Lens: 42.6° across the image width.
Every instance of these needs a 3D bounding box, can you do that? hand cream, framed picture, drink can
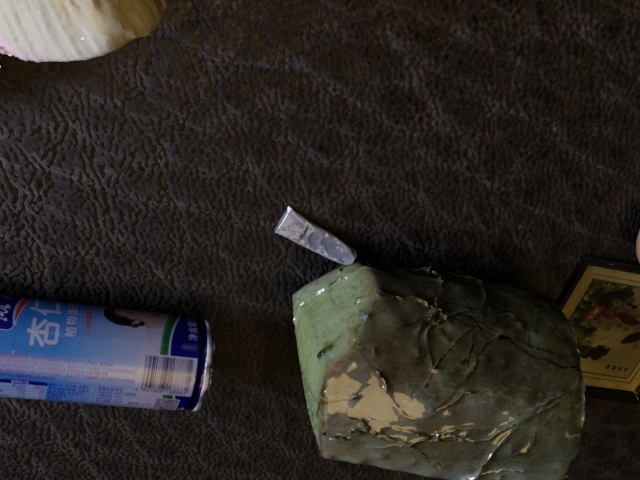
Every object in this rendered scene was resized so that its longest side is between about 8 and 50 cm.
[{"bbox_3d":[0.000,0.000,0.800,0.093,0.019,0.030,27,111,-25],"label":"hand cream"},{"bbox_3d":[0.344,0.111,0.961,0.195,0.010,0.199,10,120,-20],"label":"framed picture"},{"bbox_3d":[-0.223,0.106,0.768,0.235,0.097,0.097,8,121,-18],"label":"drink can"}]

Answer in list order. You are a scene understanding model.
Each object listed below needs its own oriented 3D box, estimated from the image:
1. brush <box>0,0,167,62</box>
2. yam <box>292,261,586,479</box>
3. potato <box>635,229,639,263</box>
[{"bbox_3d":[-0.235,-0.212,0.521,0.267,0.174,0.166,-6,134,0],"label":"brush"},{"bbox_3d":[0.107,0.124,0.811,0.271,0.202,0.201,5,102,-15],"label":"yam"},{"bbox_3d":[0.402,-0.002,0.847,0.147,0.112,0.112,-7,124,0],"label":"potato"}]
